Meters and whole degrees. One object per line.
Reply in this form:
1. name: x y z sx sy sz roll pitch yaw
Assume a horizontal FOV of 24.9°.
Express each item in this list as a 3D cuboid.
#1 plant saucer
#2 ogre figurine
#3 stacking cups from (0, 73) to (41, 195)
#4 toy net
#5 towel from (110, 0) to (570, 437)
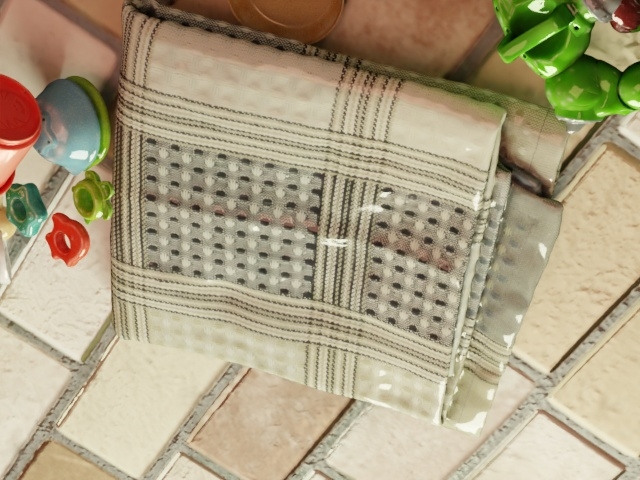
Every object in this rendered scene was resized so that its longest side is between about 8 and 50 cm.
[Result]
1. plant saucer: -0.023 -0.170 0.974 0.083 0.015 0.083 8 125 11
2. ogre figurine: 0.161 -0.153 0.880 0.118 0.097 0.197 -32 117 22
3. stacking cups: -0.300 -0.015 1.097 0.096 0.096 0.316 40 130 -11
4. toy net: -0.218 -0.019 1.099 0.232 0.045 0.122 -43 74 43
5. towel: 0.000 0.000 1.045 0.324 0.056 0.312 15 129 7
